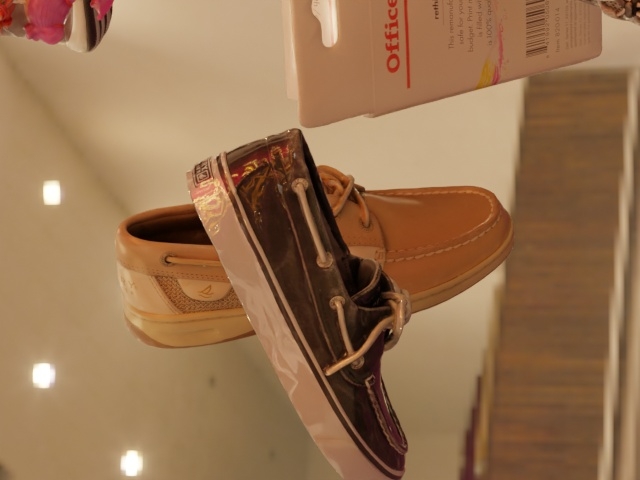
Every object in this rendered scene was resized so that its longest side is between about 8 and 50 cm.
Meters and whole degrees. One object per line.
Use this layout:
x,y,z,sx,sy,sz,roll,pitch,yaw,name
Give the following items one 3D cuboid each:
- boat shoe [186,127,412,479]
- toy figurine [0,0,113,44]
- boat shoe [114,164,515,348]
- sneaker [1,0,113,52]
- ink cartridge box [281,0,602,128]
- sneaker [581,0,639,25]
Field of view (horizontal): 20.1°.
0.014,0.054,1.313,0.113,0.105,0.306,-93,-21,-66,boat shoe
-0.248,-0.218,1.474,0.130,0.159,0.173,123,171,-87,toy figurine
0.000,0.000,1.500,0.122,0.341,0.110,-120,20,-54,boat shoe
-0.300,-0.315,1.741,0.106,0.162,0.281,-65,-25,-61,sneaker
0.078,-0.228,1.526,0.353,0.119,0.207,-17,-68,-37,ink cartridge box
0.264,-0.206,1.394,0.115,0.281,0.105,-57,-31,-40,sneaker
